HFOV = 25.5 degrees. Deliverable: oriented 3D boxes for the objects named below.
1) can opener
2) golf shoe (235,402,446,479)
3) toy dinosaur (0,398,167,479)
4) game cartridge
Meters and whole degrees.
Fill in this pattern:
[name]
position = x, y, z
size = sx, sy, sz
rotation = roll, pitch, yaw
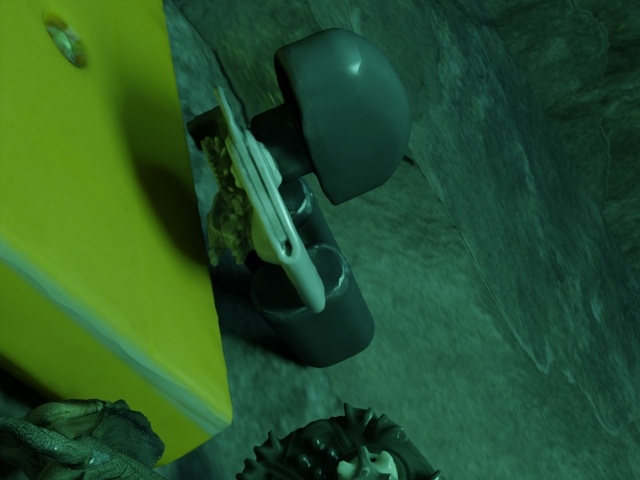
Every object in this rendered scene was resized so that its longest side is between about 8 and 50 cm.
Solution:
[can opener]
position = 0.000, 0.000, 0.620
size = 0.280, 0.093, 0.074
rotation = 80, -12, -74
[golf shoe]
position = 0.027, 0.196, 0.500
size = 0.120, 0.105, 0.272
rotation = 63, 12, -62
[toy dinosaur]
position = -0.071, 0.100, 0.338
size = 0.118, 0.064, 0.268
rotation = 12, 25, -27
[game cartridge]
position = -0.155, -0.106, 0.489
size = 0.324, 0.053, 0.285
rotation = 44, 22, -42
